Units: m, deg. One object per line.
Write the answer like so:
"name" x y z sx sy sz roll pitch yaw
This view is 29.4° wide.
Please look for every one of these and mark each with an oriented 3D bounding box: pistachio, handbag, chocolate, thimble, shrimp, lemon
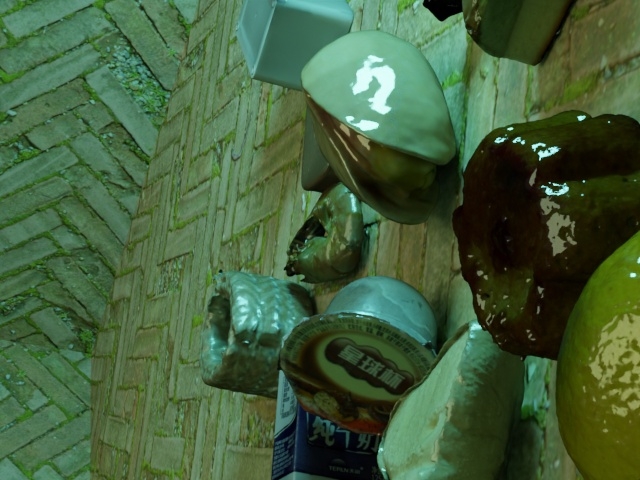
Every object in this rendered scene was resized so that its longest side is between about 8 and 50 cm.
"pistachio" 0.069 -0.151 1.537 0.299 0.187 0.187 -111 36 -51
"handbag" 0.025 -0.165 1.868 0.151 0.072 0.193 137 139 -61
"chocolate" 0.186 -0.315 1.469 0.147 0.072 0.070 -24 54 62
"thimble" -0.108 0.154 1.962 0.229 0.148 0.196 -122 45 -67
"chocolate" 0.066 0.124 1.447 0.221 0.221 0.147 -64 -1 39
"shrimp" 0.001 0.000 1.837 0.267 0.061 0.145 138 129 -65
"lemon" 0.256 0.090 0.826 0.188 0.188 0.257 -155 75 -72

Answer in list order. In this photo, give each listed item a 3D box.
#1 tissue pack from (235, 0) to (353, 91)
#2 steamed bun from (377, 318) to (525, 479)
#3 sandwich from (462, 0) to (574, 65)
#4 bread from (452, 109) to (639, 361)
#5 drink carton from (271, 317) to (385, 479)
"tissue pack" -0.052 -0.375 2.119 0.246 0.136 0.159 -110 35 -57
"steamed bun" 0.135 0.216 1.239 0.231 0.110 0.212 121 171 -54
"sandwich" 0.216 -0.330 1.320 0.186 0.108 0.220 -102 26 -51
"bread" 0.215 0.004 1.080 0.247 0.135 0.232 -137 47 -65
"drink carton" 0.018 0.221 1.554 0.102 0.134 0.222 130 147 -61
